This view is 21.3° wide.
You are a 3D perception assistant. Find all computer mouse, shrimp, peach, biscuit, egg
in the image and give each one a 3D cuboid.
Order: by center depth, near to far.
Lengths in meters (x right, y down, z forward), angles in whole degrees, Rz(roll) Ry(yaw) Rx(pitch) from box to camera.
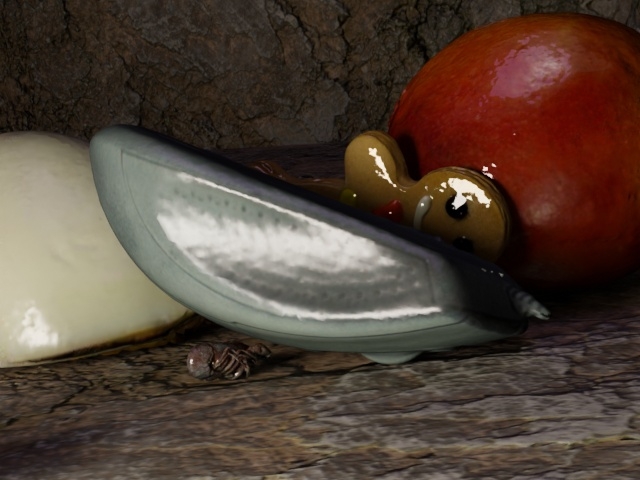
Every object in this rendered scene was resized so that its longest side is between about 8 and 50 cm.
[{"bbox_3d":[-0.061,0.084,1.225,0.038,0.029,0.092,-2,4,24],"label":"shrimp"},{"bbox_3d":[-0.013,0.019,1.239,0.371,0.122,0.188,19,5,21],"label":"computer mouse"},{"bbox_3d":[0.035,-0.005,1.341,0.240,0.158,0.035,-9,8,30],"label":"biscuit"},{"bbox_3d":[-0.220,0.000,1.421,0.264,0.174,0.286,-16,18,-34],"label":"egg"},{"bbox_3d":[0.179,-0.073,1.433,0.281,0.238,0.281,4,47,-5],"label":"peach"}]

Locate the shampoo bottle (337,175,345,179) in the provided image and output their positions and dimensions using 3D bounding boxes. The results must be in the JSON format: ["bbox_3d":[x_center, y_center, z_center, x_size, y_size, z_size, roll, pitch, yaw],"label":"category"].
[{"bbox_3d":[0.000,0.000,1.553,0.101,0.101,0.284,-3,8,26],"label":"shampoo bottle"}]

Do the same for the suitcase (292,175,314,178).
[{"bbox_3d":[-0.058,-0.031,1.907,0.126,0.086,0.059,-1,10,36],"label":"suitcase"}]
